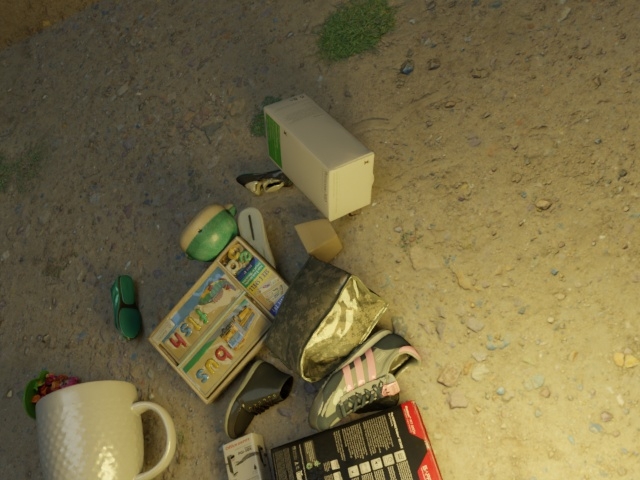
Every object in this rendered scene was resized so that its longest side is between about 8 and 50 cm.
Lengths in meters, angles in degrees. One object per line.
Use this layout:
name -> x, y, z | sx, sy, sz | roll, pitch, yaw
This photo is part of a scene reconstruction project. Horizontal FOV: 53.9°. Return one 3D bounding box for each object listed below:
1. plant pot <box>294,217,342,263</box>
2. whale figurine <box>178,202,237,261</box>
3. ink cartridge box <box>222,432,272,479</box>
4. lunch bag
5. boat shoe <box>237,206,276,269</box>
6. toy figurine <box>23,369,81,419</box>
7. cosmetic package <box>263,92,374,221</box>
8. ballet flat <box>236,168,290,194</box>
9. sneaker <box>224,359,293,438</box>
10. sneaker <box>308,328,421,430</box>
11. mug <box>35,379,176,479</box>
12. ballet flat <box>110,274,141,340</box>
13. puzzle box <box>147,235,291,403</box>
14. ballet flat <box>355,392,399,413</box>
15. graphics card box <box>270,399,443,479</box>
plant pot -> 0.000, 0.000, 1.793 | 0.096, 0.109, 0.109 | -28, 55, 0
whale figurine -> -0.315, -0.012, 1.903 | 0.141, 0.272, 0.216 | 42, 91, 5
ink cartridge box -> -0.191, 0.583, 1.637 | 0.099, 0.056, 0.135 | -29, 57, 15
lunch bag -> -0.003, 0.212, 1.614 | 0.287, 0.169, 0.235 | -55, 29, -8
boat shoe -> -0.182, 0.050, 1.870 | 0.109, 0.094, 0.302 | -8, 78, 8
toy figurine -> -0.840, 0.483, 2.033 | 0.159, 0.130, 0.173 | -10, 37, 9
cosmetic package -> -0.009, -0.251, 1.837 | 0.155, 0.196, 0.365 | -24, 48, -22
ballet flat -> -0.184, -0.183, 2.003 | 0.203, 0.074, 0.074 | -6, 64, 24
sneaker -> -0.166, 0.437, 1.679 | 0.118, 0.083, 0.221 | 17, 74, 33
sneaker -> 0.110, 0.344, 1.498 | 0.131, 0.112, 0.319 | 27, 59, 38
mug -> -0.582, 0.577, 1.741 | 0.375, 0.276, 0.327 | -18, 64, 1
ballet flat -> -0.640, 0.232, 2.055 | 0.087, 0.083, 0.247 | -43, 49, 35
puzzle box -> -0.271, 0.225, 1.789 | 0.272, 0.052, 0.409 | 42, 95, 15
ballet flat -> 0.116, 0.398, 1.574 | 0.173, 0.057, 0.049 | -8, 23, 24
graphics card box -> 0.083, 0.540, 1.442 | 0.371, 0.094, 0.232 | -21, 52, 6
